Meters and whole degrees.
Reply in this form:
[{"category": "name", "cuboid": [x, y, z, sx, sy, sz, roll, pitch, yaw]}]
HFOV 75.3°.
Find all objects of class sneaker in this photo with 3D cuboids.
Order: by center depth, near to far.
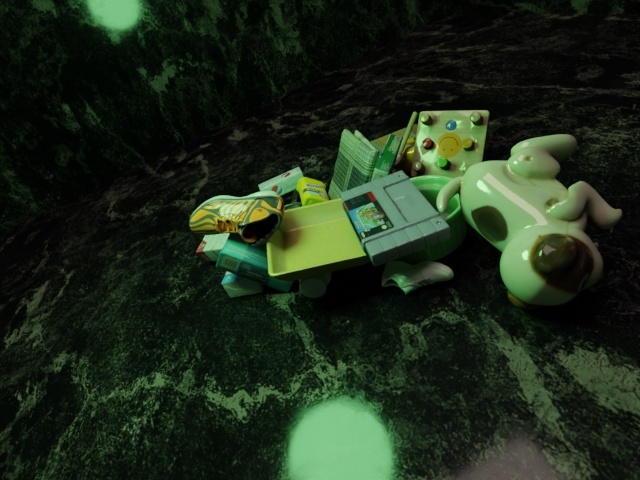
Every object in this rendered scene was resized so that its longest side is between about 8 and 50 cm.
[{"category": "sneaker", "cuboid": [0.274, 0.113, 1.194, 0.212, 0.080, 0.094, -1, 51, 41]}, {"category": "sneaker", "cuboid": [-0.272, -0.058, 1.305, 0.321, 0.124, 0.180, -16, 35, 7]}]

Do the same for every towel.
[{"category": "towel", "cuboid": [0.124, -0.249, 1.608, 0.056, 0.312, 0.324, 3, 28, -20]}, {"category": "towel", "cuboid": [0.330, -0.425, 1.926, 0.371, 0.040, 0.271, -22, 35, 0]}]

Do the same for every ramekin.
[{"category": "ramekin", "cuboid": [0.320, -0.066, 1.331, 0.304, 0.148, 0.303, -16, 34, 11]}]

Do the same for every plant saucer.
[{"category": "plant saucer", "cuboid": [0.000, 0.000, 1.307, 0.333, 0.080, 0.332, -12, 37, -2]}]

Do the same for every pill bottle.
[{"category": "pill bottle", "cuboid": [-0.017, 0.092, 1.350, 0.112, 0.112, 0.186, -14, 35, 14]}]

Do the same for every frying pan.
[{"category": "frying pan", "cuboid": [-0.146, -0.127, 1.787, 0.197, 0.053, 0.326, -21, 32, 2]}]

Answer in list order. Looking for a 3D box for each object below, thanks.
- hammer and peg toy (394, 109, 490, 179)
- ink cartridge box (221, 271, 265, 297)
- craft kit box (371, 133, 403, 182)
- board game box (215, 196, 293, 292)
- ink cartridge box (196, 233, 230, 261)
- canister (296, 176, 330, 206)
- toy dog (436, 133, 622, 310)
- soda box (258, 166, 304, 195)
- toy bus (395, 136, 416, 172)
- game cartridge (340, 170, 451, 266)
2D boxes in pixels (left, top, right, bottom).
[{"category": "hammer and peg toy", "cuboid": [0.426, -0.363, 1.552, 0.362, 0.265, 0.127, 10, 3, 30]}, {"category": "ink cartridge box", "cuboid": [-0.258, 0.096, 1.522, 0.134, 0.078, 0.231, -12, 35, 16]}, {"category": "craft kit box", "cuboid": [0.226, -0.225, 1.530, 0.061, 0.246, 0.249, 17, 45, 11]}, {"category": "board game box", "cuboid": [-0.197, 0.006, 1.480, 0.254, 0.079, 0.336, 22, 37, -9]}, {"category": "ink cartridge box", "cuboid": [-0.388, 0.013, 1.659, 0.175, 0.072, 0.127, -6, 45, 28]}, {"category": "canister", "cuboid": [-0.028, -0.189, 1.747, 0.126, 0.073, 0.169, 14, 30, -20]}, {"category": "toy dog", "cuboid": [0.523, -0.037, 1.025, 0.396, 0.284, 0.407, 3, 50, -10]}, {"category": "soda box", "cuboid": [-0.182, -0.267, 1.982, 0.216, 0.073, 0.069, -24, 34, -1]}, {"category": "toy bus", "cuboid": [0.469, -0.364, 1.688, 0.333, 0.108, 0.130, -2, 39, 30]}, {"category": "game cartridge", "cuboid": [0.200, -0.081, 1.225, 0.230, 0.068, 0.355, -17, 36, -2]}]
